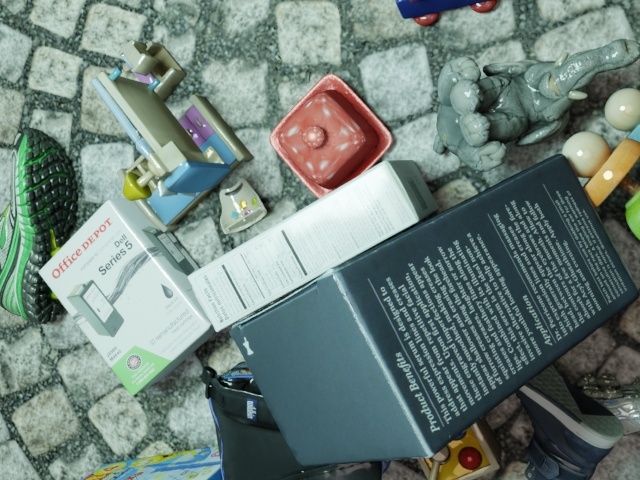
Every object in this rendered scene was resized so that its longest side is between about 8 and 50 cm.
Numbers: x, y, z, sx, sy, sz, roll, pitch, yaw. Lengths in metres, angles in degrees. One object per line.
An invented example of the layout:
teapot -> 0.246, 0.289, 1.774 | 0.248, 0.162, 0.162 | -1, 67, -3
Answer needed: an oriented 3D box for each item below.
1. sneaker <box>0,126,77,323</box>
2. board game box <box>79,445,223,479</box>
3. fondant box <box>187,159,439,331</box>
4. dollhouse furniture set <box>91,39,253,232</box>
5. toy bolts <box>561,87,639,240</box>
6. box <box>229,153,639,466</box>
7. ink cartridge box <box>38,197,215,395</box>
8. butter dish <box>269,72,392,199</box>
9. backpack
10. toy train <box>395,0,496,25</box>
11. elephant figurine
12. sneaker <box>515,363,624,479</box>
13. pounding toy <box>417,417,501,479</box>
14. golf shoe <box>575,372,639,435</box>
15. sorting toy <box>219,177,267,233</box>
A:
sneaker -> -0.530, -0.028, 1.296 | 0.146, 0.134, 0.344 | 10, 98, 16
board game box -> -0.293, 0.433, 1.180 | 0.301, 0.308, 0.086 | -13, 90, 16
fondant box -> 0.000, 0.000, 1.088 | 0.330, 0.238, 0.096 | -28, 88, 17
dollhouse furniture set -> -0.295, -0.154, 1.126 | 0.198, 0.303, 0.286 | -41, 83, 15
toy bolts -> 0.436, -0.141, 0.948 | 0.158, 0.228, 0.218 | 41, 128, 11
box -> 0.139, 0.089, 0.927 | 0.212, 0.395, 0.293 | 63, 148, 3
ink cartridge box -> -0.314, 0.089, 1.252 | 0.198, 0.115, 0.273 | -42, 84, 16
butter dish -> 0.003, -0.158, 1.135 | 0.160, 0.118, 0.160 | -44, 83, 15
backpack -> -0.017, 0.298, 1.139 | 0.263, 0.213, 0.277 | -8, 99, 25
toy train -> 0.228, -0.416, 1.062 | 0.248, 0.105, 0.143 | -8, 80, 17
elephant figurine -> 0.294, -0.196, 1.037 | 0.239, 0.186, 0.169 | -20, 126, -8
sneaker -> 0.321, 0.267, 1.099 | 0.226, 0.086, 0.163 | 45, 138, 37
pounding toy -> 0.195, 0.330, 1.134 | 0.141, 0.100, 0.130 | -29, 86, 17
golf shoe -> 0.466, 0.248, 1.076 | 0.176, 0.069, 0.086 | 3, 113, 22
sorting toy -> -0.133, -0.062, 1.226 | 0.083, 0.045, 0.075 | -30, 79, 17
